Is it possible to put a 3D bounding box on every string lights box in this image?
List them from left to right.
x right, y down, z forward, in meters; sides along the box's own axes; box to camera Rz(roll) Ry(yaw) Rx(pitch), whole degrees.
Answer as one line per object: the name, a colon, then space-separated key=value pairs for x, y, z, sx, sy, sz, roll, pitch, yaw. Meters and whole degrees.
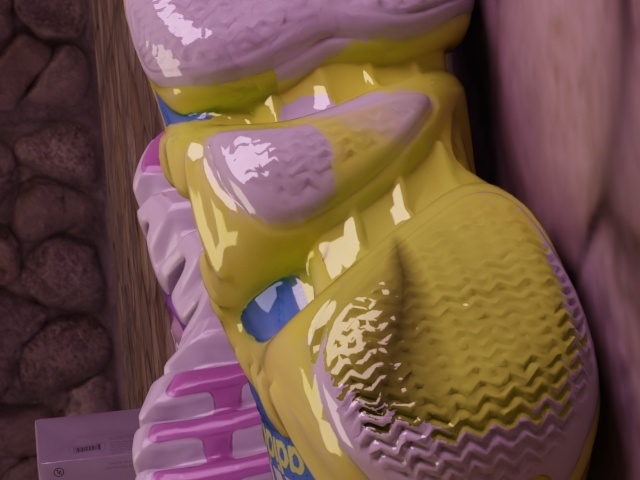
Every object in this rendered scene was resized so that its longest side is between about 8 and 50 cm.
string lights box: x=-0.179 y=0.282 z=1.654 sx=0.077 sy=0.133 sz=0.260 roll=-112 pitch=20 yaw=-61

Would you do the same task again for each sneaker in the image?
sneaker: x=-0.009 y=0.056 z=0.605 sx=0.236 sy=0.095 sz=0.105 roll=-99 pitch=2 yaw=-53
sneaker: x=0.000 y=0.000 z=0.485 sx=0.126 sy=0.091 sz=0.240 roll=94 pitch=167 yaw=-47
